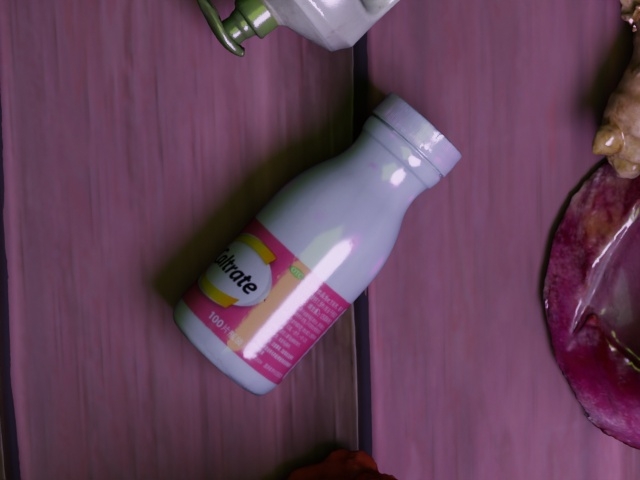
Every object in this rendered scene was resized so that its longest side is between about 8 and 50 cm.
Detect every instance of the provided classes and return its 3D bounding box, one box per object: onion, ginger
[{"bbox_3d":[0.290,0.042,1.273,0.247,0.111,0.250,-14,104,-8],"label":"onion"},{"bbox_3d":[0.255,-0.149,1.248,0.137,0.074,0.213,0,93,-17],"label":"ginger"}]

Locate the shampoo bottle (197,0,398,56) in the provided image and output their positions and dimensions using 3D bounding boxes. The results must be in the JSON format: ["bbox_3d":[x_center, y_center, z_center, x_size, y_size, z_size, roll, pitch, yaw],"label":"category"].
[{"bbox_3d":[0.024,-0.205,1.195,0.234,0.087,0.118,-39,109,0],"label":"shampoo bottle"}]

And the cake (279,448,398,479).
[{"bbox_3d":[-0.041,0.332,1.189,0.319,0.270,0.269,-20,102,-5],"label":"cake"}]

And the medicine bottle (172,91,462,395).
[{"bbox_3d":[0.000,0.000,1.227,0.090,0.090,0.217,42,91,-13],"label":"medicine bottle"}]
